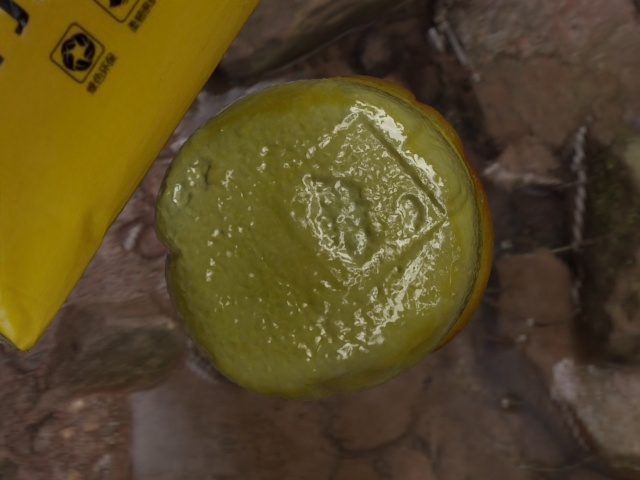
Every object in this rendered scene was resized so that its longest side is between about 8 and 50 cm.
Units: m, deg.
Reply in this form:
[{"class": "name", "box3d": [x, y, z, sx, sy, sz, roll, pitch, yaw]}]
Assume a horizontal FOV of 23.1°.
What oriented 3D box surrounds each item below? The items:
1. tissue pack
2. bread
[{"class": "tissue pack", "box3d": [-0.179, -0.181, 0.769, 0.293, 0.228, 0.382, 39, 77, -31]}, {"class": "bread", "box3d": [0.000, 0.000, 1.242, 0.270, 0.148, 0.269, 1, 96, 9]}]
